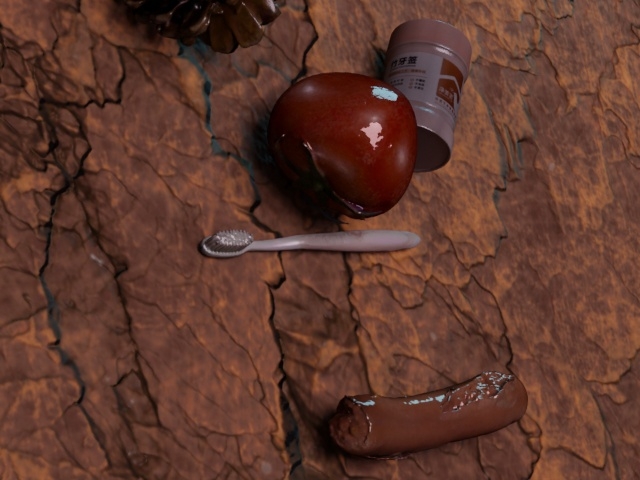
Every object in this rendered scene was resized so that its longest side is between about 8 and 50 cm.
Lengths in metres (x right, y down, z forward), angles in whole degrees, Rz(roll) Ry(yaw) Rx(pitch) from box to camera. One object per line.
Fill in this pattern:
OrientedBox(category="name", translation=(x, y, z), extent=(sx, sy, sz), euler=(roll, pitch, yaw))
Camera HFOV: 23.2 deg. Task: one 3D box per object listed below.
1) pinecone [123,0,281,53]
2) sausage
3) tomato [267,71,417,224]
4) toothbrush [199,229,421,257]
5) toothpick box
OrientedBox(category="pinecone", translation=(-0.125, -0.289, 1.579), extent=(0.195, 0.150, 0.179), euler=(17, 69, -32))
OrientedBox(category="sausage", translation=(0.127, 0.186, 1.663), extent=(0.304, 0.078, 0.078), euler=(-5, 77, -42))
OrientedBox(category="tomato", translation=(0.033, -0.104, 1.638), extent=(0.167, 0.167, 0.167), euler=(17, 63, -36))
OrientedBox(category="toothbrush", translation=(0.000, 0.000, 1.655), extent=(0.307, 0.029, 0.025), euler=(-1, 67, -42))
OrientedBox(category="toothpick box", translation=(0.113, -0.164, 1.771), extent=(0.098, 0.098, 0.149), euler=(31, 56, -28))
